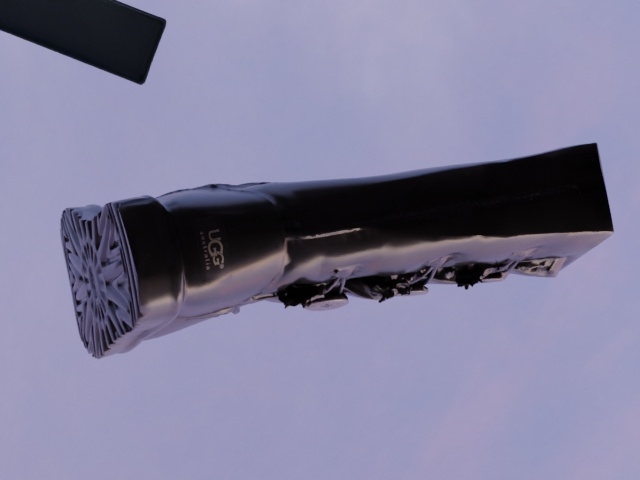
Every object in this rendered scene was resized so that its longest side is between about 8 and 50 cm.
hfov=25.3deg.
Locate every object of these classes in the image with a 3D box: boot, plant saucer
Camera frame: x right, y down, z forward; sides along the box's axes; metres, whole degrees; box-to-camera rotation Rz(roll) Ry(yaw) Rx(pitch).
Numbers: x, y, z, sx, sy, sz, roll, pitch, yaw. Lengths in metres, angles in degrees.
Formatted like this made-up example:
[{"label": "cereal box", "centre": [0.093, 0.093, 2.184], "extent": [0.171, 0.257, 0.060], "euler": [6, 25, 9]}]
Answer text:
[{"label": "boot", "centre": [0.001, 0.000, 1.351], "extent": [0.445, 0.367, 0.146], "euler": [-11, -87, -21]}, {"label": "plant saucer", "centre": [-0.243, -0.210, 1.327], "extent": [0.192, 0.018, 0.067], "euler": [21, -76, -5]}]
